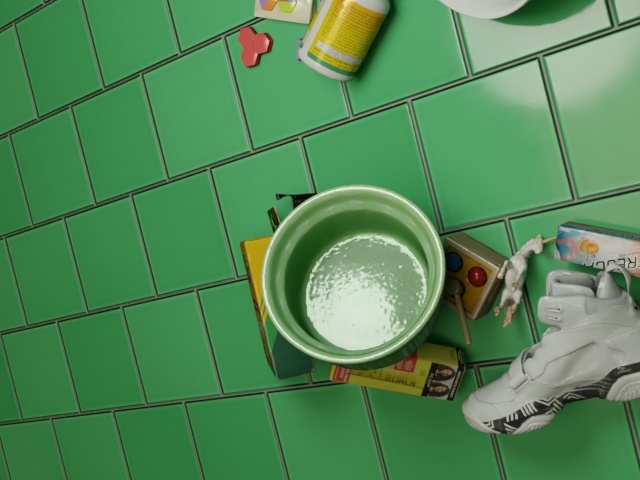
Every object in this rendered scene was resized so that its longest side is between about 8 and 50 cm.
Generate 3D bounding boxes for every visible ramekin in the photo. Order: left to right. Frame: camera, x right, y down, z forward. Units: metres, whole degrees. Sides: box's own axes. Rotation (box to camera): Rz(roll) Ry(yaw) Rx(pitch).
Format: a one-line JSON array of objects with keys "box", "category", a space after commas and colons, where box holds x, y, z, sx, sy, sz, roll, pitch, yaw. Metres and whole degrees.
[{"box": [0.065, 0.073, 1.372, 0.303, 0.148, 0.303, -5, 68, 12], "category": "ramekin"}]

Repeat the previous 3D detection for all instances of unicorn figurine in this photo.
[{"box": [0.334, 0.060, 1.378, 0.060, 0.111, 0.162, 31, 128, 14], "category": "unicorn figurine"}]

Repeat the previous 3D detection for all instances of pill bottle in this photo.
[{"box": [0.053, -0.402, 1.462, 0.117, 0.117, 0.208, 39, 117, 21], "category": "pill bottle"}]

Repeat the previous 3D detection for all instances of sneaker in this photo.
[{"box": [0.369, 0.174, 1.325, 0.366, 0.137, 0.210, -24, 98, 28], "category": "sneaker"}]

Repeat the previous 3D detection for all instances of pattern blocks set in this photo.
[{"box": [-0.067, -0.511, 1.574, 0.285, 0.026, 0.325, -1, 97, 33], "category": "pattern blocks set"}]

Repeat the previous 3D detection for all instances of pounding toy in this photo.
[{"box": [0.253, 0.082, 1.424, 0.130, 0.100, 0.141, 32, 114, 25], "category": "pounding toy"}]

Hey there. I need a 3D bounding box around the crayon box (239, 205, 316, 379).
[{"box": [-0.094, 0.098, 1.598, 0.081, 0.202, 0.319, -13, 90, -8], "category": "crayon box"}]

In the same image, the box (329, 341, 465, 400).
[{"box": [0.137, 0.224, 1.473, 0.232, 0.058, 0.087, 12, 120, -4], "category": "box"}]

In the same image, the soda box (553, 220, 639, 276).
[{"box": [0.470, 0.016, 1.295, 0.183, 0.063, 0.058, 13, 105, 31], "category": "soda box"}]

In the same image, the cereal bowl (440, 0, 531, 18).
[{"box": [0.260, -0.526, 1.249, 0.339, 0.141, 0.339, 44, 155, 27], "category": "cereal bowl"}]

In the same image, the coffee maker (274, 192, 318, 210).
[{"box": [0.000, 0.000, 1.581, 0.171, 0.120, 0.178, 13, 105, 55], "category": "coffee maker"}]
